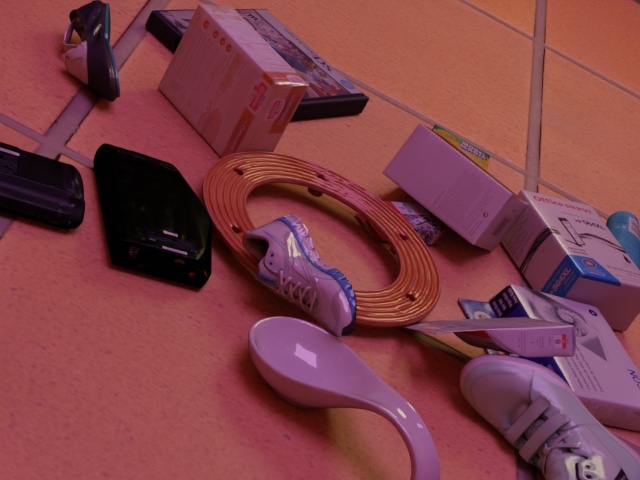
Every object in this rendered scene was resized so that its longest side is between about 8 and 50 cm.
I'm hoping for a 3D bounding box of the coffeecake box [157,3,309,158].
[{"bbox_3d":[-0.120,-0.208,2.075,0.068,0.142,0.185,-4,43,-47],"label":"coffeecake box"}]

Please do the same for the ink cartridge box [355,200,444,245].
[{"bbox_3d":[0.110,-0.025,2.117,0.115,0.029,0.063,4,37,-42],"label":"ink cartridge box"}]

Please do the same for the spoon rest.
[{"bbox_3d":[0.031,0.171,1.649,0.276,0.084,0.137,45,30,25],"label":"spoon rest"}]

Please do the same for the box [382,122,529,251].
[{"bbox_3d":[0.193,-0.074,2.175,0.170,0.091,0.130,40,8,17],"label":"box"}]

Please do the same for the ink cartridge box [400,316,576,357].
[{"bbox_3d":[0.200,0.121,1.869,0.179,0.045,0.145,-4,2,-16],"label":"ink cartridge box"}]

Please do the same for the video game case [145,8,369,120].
[{"bbox_3d":[-0.092,-0.269,2.326,0.248,0.035,0.275,43,30,23],"label":"video game case"}]

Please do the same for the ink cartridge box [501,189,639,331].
[{"bbox_3d":[0.364,0.027,2.221,0.148,0.086,0.203,11,33,-32],"label":"ink cartridge box"}]

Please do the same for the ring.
[{"bbox_3d":[0.000,0.000,1.957,0.336,0.032,0.336,22,29,-13],"label":"ring"}]

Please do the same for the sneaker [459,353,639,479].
[{"bbox_3d":[0.262,0.231,1.756,0.256,0.094,0.151,36,21,5],"label":"sneaker"}]

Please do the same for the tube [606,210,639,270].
[{"bbox_3d":[0.467,0.027,2.370,0.080,0.052,0.207,23,33,-3],"label":"tube"}]

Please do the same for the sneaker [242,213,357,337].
[{"bbox_3d":[-0.029,0.048,1.773,0.083,0.071,0.191,-12,44,-33],"label":"sneaker"}]

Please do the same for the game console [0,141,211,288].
[{"bbox_3d":[-0.291,-0.059,1.766,0.361,0.044,0.213,18,28,-25],"label":"game console"}]

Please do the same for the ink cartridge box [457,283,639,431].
[{"bbox_3d":[0.316,0.149,2.010,0.224,0.045,0.223,12,32,-30],"label":"ink cartridge box"}]

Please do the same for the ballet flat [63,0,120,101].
[{"bbox_3d":[-0.309,-0.251,2.056,0.074,0.074,0.203,16,36,-26],"label":"ballet flat"}]

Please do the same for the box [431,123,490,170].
[{"bbox_3d":[0.203,-0.116,2.352,0.105,0.043,0.179,29,25,-3],"label":"box"}]
